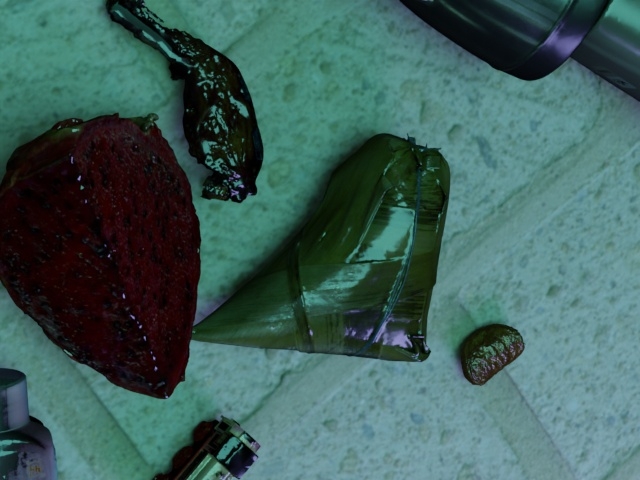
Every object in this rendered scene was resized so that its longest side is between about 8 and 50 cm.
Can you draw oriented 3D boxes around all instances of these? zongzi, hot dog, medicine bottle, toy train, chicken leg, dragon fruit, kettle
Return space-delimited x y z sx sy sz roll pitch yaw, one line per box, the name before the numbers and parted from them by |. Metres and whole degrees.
zongzi | 0.000 0.000 1.813 0.274 0.125 0.250 5 98 -20
hot dog | 0.198 0.132 1.975 0.083 0.035 0.058 -35 112 -15
medicine bottle | -0.330 0.229 1.712 0.119 0.094 0.188 -7 102 -22
toy train | -0.128 0.251 1.816 0.050 0.087 0.138 45 79 -22
chicken leg | -0.131 -0.156 1.748 0.106 0.051 0.253 -38 100 -35
dragon fruit | -0.229 -0.014 1.700 0.205 0.152 0.317 -65 145 -49
kettle | 0.160 -0.331 1.786 0.271 0.207 0.250 22 96 -19

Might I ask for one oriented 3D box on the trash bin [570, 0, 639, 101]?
trash bin | 0.403 -0.250 1.912 0.250 0.220 0.219 26 86 -20
